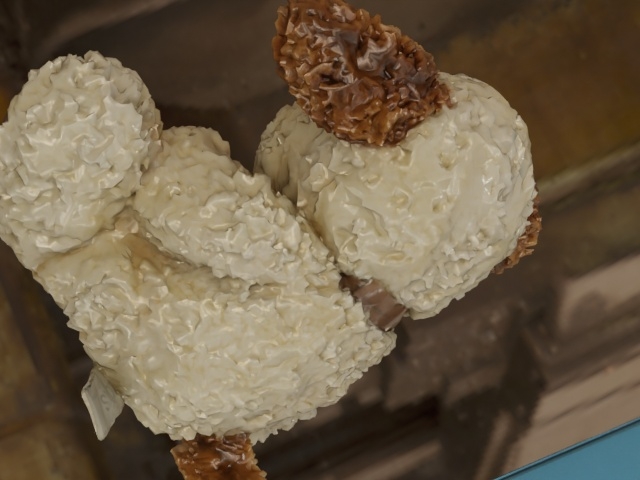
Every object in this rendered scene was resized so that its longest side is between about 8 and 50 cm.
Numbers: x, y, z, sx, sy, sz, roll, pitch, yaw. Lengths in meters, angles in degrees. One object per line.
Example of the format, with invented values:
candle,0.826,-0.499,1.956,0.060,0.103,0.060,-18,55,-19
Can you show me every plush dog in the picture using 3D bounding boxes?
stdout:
plush dog,0.000,0.000,0.782,0.225,0.211,0.262,-35,150,10

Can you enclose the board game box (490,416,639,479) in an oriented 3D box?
board game box,0.143,0.224,0.519,0.253,0.336,0.079,-21,148,-8
